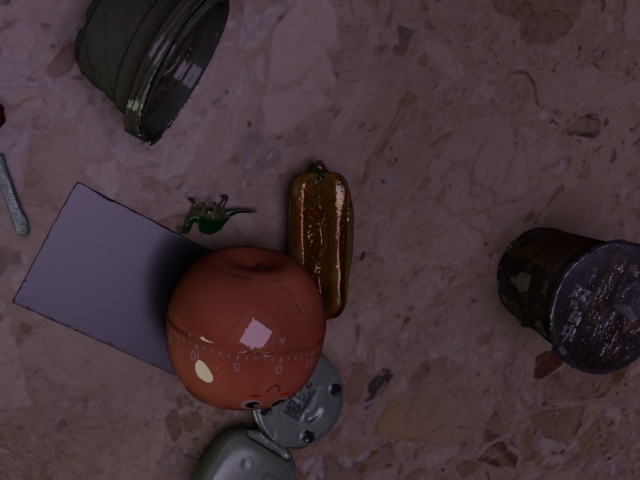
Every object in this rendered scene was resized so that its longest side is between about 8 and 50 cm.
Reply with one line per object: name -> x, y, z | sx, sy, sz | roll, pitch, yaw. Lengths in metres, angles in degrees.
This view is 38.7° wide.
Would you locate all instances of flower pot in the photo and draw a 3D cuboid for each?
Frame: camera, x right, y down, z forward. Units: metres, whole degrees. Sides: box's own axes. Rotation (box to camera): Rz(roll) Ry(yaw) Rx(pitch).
flower pot -> -0.231, -0.258, 1.204 | 0.140, 0.235, 0.235 | 31, 92, 3

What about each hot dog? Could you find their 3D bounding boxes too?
hot dog -> 0.000, 0.000, 1.402 | 0.104, 0.076, 0.250 | -1, 100, 2

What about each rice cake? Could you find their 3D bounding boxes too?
rice cake -> -0.430, -0.062, 1.266 | 0.021, 0.022, 0.121 | -16, 106, -6

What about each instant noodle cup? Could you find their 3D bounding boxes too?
instant noodle cup -> 0.412, 0.083, 1.483 | 0.217, 0.207, 0.217 | -5, 105, -18

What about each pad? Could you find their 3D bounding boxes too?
pad -> -0.274, 0.068, 1.358 | 0.300, 0.005, 0.202 | 28, 92, -22

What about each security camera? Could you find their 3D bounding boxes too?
security camera -> -0.080, 0.311, 1.445 | 0.157, 0.080, 0.301 | 36, 80, -20

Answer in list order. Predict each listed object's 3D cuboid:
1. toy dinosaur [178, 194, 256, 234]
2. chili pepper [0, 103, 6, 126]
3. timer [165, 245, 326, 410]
toy dinosaur -> -0.156, -0.036, 1.368 | 0.119, 0.029, 0.060 | -4, 119, -23
chili pepper -> -0.491, -0.132, 1.115 | 0.136, 0.253, 0.144 | -20, 117, 6
timer -> -0.106, 0.127, 1.303 | 0.229, 0.229, 0.215 | 0, 111, -19
